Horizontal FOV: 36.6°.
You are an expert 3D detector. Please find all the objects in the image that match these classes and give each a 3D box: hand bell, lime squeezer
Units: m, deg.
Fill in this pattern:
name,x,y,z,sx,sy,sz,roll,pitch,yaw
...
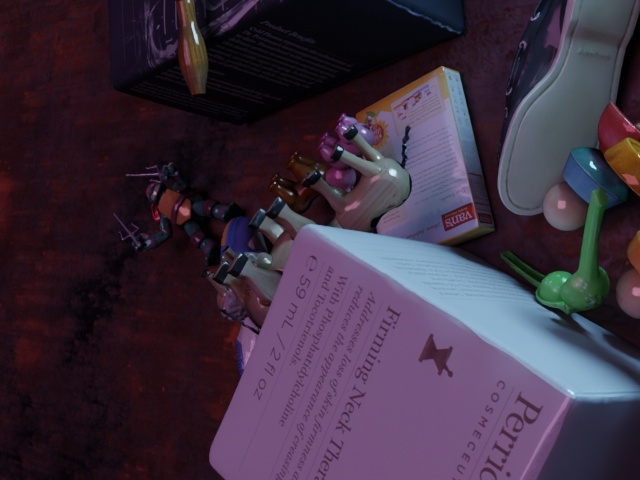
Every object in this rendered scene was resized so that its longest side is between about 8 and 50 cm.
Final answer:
name,x,y,z,sx,sy,sz,roll,pitch,yaw
hand bell,-0.181,-0.313,1.284,0.126,0.126,0.242,-4,94,43
lime squeezer,0.274,0.036,1.119,0.110,0.059,0.310,55,167,6

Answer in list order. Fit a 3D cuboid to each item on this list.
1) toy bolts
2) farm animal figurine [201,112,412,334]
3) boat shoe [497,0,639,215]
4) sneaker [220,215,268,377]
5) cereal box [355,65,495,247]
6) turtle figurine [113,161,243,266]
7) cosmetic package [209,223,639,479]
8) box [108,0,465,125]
name,x,y,z,sx,sy,sz,roll,pitch,yaw
toy bolts,0.329,-0.035,1.083,0.158,0.218,0.228,-50,40,24
farm animal figurine,0.000,0.000,1.329,0.327,0.172,0.330,-53,12,-7
boat shoe,0.291,-0.202,1.201,0.113,0.127,0.340,-127,48,-68
sneaker,-0.069,0.091,1.517,0.131,0.112,0.296,-21,71,21
cereal box,0.142,-0.100,1.364,0.173,0.047,0.240,-23,69,40
turtle figurine,-0.249,-0.055,1.682,0.234,0.118,0.175,27,118,27
cosmetic package,0.150,0.215,1.120,0.393,0.327,0.329,32,105,40
box,-0.073,-0.485,1.461,0.471,0.297,0.480,-15,74,39
